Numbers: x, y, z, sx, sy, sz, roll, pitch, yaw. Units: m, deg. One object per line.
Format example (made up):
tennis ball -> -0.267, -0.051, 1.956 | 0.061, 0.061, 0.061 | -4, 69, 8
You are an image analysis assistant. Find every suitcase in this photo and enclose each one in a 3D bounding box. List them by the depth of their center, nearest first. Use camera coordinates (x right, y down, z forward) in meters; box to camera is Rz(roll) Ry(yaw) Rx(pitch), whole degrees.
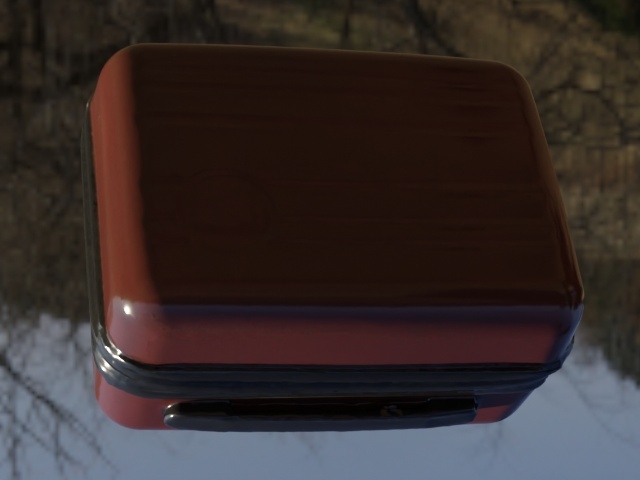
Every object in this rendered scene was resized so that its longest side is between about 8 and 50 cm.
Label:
suitcase -> 0.000, 0.000, 0.941 | 0.297, 0.236, 0.161 | 2, 145, -14
